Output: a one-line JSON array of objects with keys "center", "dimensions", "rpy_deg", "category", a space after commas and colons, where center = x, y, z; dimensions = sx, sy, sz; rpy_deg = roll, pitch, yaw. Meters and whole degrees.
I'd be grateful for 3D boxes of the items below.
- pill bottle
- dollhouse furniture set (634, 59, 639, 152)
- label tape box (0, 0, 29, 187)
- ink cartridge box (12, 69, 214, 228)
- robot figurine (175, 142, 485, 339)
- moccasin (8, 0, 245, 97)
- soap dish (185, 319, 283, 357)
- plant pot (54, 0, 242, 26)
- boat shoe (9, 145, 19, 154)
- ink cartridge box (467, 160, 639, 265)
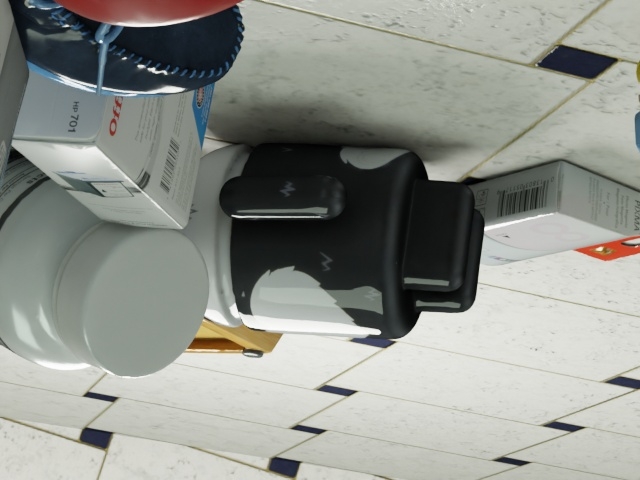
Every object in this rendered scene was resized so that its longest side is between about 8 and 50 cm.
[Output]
[{"center": [-0.245, 0.010, 1.657], "dimensions": [0.318, 0.176, 0.176], "rpy_deg": [22, 178, 45], "category": "pill bottle"}, {"center": [0.413, -0.081, 1.405], "dimensions": [0.286, 0.198, 0.303], "rpy_deg": [-24, 119, 23], "category": "dollhouse furniture set"}, {"center": [-0.316, -0.142, 1.079], "dimensions": [0.249, 0.115, 0.347], "rpy_deg": [11, 162, 2], "category": "label tape box"}, {"center": [-0.156, -0.105, 1.453], "dimensions": [0.082, 0.139, 0.190], "rpy_deg": [4, 163, 20], "category": "ink cartridge box"}, {"center": [0.000, 0.003, 1.681], "dimensions": [0.278, 0.173, 0.209], "rpy_deg": [3, 121, 15], "category": "robot figurine"}, {"center": [-0.176, -0.182, 1.214], "dimensions": [0.342, 0.137, 0.117], "rpy_deg": [20, 156, -38], "category": "moccasin"}, {"center": [-0.180, 0.040, 2.000], "dimensions": [0.229, 0.118, 0.291], "rpy_deg": [-1, 163, 28], "category": "soap dish"}, {"center": [-0.098, -0.226, 0.932], "dimensions": [0.191, 0.191, 0.174], "rpy_deg": [3, 158, 18], "category": "plant pot"}, {"center": [-0.254, -0.103, 1.623], "dimensions": [0.233, 0.079, 0.084], "rpy_deg": [3, 162, 10], "category": "boat shoe"}, {"center": [0.242, -0.003, 1.770], "dimensions": [0.232, 0.066, 0.189], "rpy_deg": [23, 158, -31], "category": "ink cartridge box"}]
